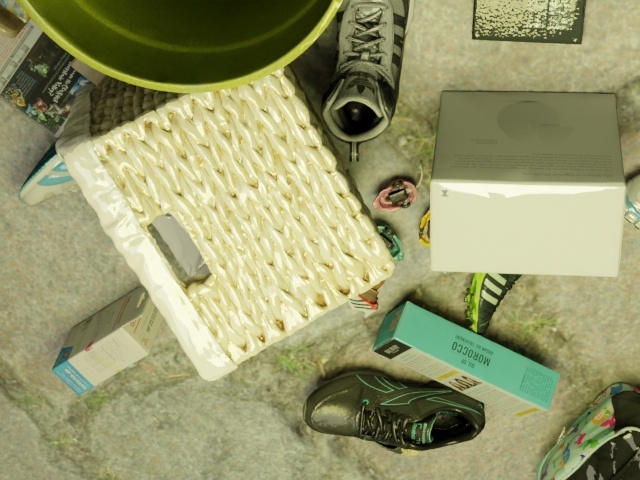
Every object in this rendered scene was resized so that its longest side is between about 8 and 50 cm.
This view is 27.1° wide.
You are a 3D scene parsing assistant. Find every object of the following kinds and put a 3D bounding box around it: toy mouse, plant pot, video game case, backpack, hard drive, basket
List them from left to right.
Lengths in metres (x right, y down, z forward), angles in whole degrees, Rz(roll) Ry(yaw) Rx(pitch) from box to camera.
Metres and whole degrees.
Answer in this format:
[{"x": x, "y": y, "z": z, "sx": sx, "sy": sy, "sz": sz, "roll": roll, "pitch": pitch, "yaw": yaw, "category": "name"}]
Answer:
[{"x": -0.366, "y": -0.249, "z": 1.733, "sx": 0.173, "sy": 0.022, "sz": 0.190, "roll": 35, "pitch": 120, "yaw": -14, "category": "video game case"}, {"x": -0.124, "y": -0.397, "z": 1.399, "sx": 0.366, "sy": 0.353, "sz": 0.366, "roll": 4, "pitch": 123, "yaw": 6, "category": "plant pot"}, {"x": -0.111, "y": -0.070, "z": 1.581, "sx": 0.266, "sy": 0.331, "sz": 0.328, "roll": -28, "pitch": 109, "yaw": 4, "category": "basket"}, {"x": 0.100, "y": -0.030, "z": 1.788, "sx": 0.143, "sy": 0.031, "sz": 0.161, "roll": -1, "pitch": 116, "yaw": -1, "category": "toy mouse"}, {"x": 0.253, "y": -0.286, "z": 1.610, "sx": 0.135, "sy": 0.022, "sz": 0.094, "roll": 4, "pitch": 124, "yaw": 6, "category": "hard drive"}, {"x": 0.432, "y": 0.348, "z": 1.893, "sx": 0.225, "sy": 0.191, "sz": 0.253, "roll": 33, "pitch": 114, "yaw": -10, "category": "backpack"}]

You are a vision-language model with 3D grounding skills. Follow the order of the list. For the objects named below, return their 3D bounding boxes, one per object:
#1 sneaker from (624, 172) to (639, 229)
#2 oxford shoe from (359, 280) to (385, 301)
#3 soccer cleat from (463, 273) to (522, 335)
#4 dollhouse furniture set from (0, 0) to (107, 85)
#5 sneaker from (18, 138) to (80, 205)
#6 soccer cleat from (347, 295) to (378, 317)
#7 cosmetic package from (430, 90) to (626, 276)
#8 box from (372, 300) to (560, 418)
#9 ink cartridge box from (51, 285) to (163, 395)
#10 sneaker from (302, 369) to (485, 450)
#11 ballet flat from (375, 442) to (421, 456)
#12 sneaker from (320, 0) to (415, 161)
[{"x": 0.472, "y": -0.025, "z": 1.721, "sx": 0.191, "sy": 0.071, "sz": 0.083, "roll": 36, "pitch": 115, "yaw": -15, "category": "sneaker"}, {"x": 0.000, "y": 0.000, "z": 1.821, "sx": 0.212, "sy": 0.076, "sz": 0.076, "roll": 30, "pitch": 92, "yaw": -7, "category": "oxford shoe"}, {"x": 0.239, "y": 0.058, "z": 1.818, "sx": 0.072, "sy": 0.060, "sz": 0.179, "roll": 0, "pitch": 123, "yaw": -6, "category": "soccer cleat"}, {"x": -0.315, "y": -0.322, "z": 1.577, "sx": 0.242, "sy": 0.161, "sz": 0.212, "roll": 37, "pitch": 113, "yaw": -15, "category": "dollhouse furniture set"}, {"x": -0.314, "y": -0.101, "z": 1.783, "sx": 0.229, "sy": 0.087, "sz": 0.092, "roll": -31, "pitch": 115, "yaw": 27, "category": "sneaker"}, {"x": 0.045, "y": 0.080, "z": 1.878, "sx": 0.083, "sy": 0.029, "sz": 0.035, "roll": 33, "pitch": 118, "yaw": -18, "category": "soccer cleat"}, {"x": 0.252, "y": -0.072, "z": 1.628, "sx": 0.224, "sy": 0.224, "sz": 0.138, "roll": 2, "pitch": 123, "yaw": 8, "category": "cosmetic package"}, {"x": 0.204, "y": 0.171, "z": 1.867, "sx": 0.244, "sy": 0.060, "sz": 0.100, "roll": 26, "pitch": 160, "yaw": -8, "category": "box"}, {"x": -0.293, "y": 0.138, "z": 1.922, "sx": 0.181, "sy": 0.104, "sz": 0.061, "roll": -31, "pitch": 114, "yaw": 25, "category": "ink cartridge box"}, {"x": 0.108, "y": 0.247, "z": 1.906, "sx": 0.267, "sy": 0.106, "sz": 0.101, "roll": -2, "pitch": 108, "yaw": -3, "category": "sneaker"}, {"x": 0.076, "y": 0.283, "z": 1.992, "sx": 0.173, "sy": 0.049, "sz": 0.057, "roll": 30, "pitch": 123, "yaw": -11, "category": "ballet flat"}, {"x": 0.057, "y": -0.227, "z": 1.601, "sx": 0.101, "sy": 0.153, "sz": 0.268, "roll": 5, "pitch": 123, "yaw": 5, "category": "sneaker"}]
